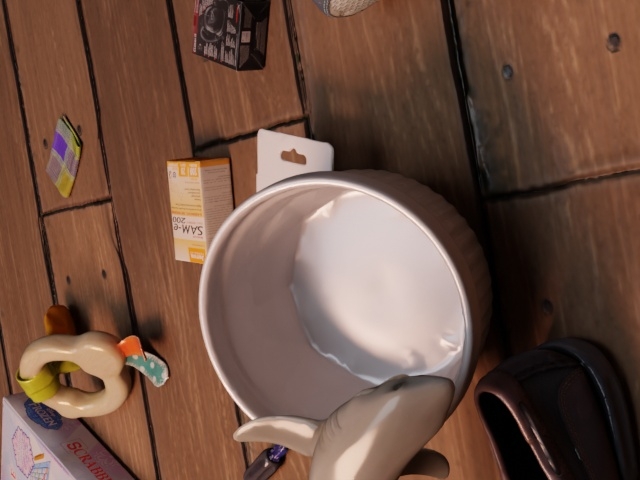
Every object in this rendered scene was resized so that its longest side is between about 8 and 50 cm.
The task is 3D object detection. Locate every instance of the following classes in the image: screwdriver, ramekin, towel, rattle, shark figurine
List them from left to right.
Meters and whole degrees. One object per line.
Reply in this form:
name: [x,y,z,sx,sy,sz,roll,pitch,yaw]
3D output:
towel: [-0.298,-0.095,1.417,0.060,0.009,0.083,55,137,31]
rattle: [-0.238,0.112,1.370,0.199,0.143,0.130,-34,103,35]
screwdriver: [-0.024,0.181,1.118,0.170,0.025,0.024,-47,60,37]
ramekin: [0.026,0.044,0.884,0.207,0.109,0.207,6,106,22]
shark figurine: [0.036,0.206,0.823,0.116,0.166,0.278,-83,-22,-43]

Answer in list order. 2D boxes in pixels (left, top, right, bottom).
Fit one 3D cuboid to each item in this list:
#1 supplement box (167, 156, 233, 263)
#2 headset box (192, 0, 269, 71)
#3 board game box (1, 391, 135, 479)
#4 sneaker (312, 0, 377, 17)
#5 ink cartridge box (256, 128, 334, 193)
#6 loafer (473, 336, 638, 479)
supplement box: [-0.113,-0.029,1.165,0.062,0.036,0.098,5,102,53]
headset box: [-0.084,-0.191,1.093,0.083,0.032,0.062,28,119,48]
board game box: [-0.295,0.391,1.477,0.318,0.066,0.319,33,124,44]
sneaker: [0.082,-0.206,0.809,0.283,0.110,0.122,-32,76,51]
ink cartridge box: [0.000,0.000,1.001,0.104,0.060,0.180,18,112,49]
loafer: [0.166,0.219,0.802,0.109,0.095,0.302,-19,82,52]
